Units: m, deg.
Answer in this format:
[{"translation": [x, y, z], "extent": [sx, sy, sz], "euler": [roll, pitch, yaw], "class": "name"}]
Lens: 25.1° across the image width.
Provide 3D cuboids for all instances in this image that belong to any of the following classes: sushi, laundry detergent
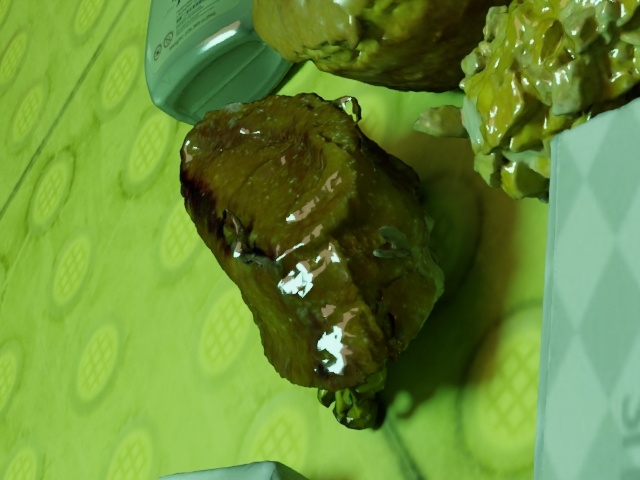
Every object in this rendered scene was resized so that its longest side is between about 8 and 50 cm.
[{"translation": [0.000, 0.003, 0.981], "extent": [0.167, 0.179, 0.296], "euler": [-49, 34, -2], "class": "sushi"}, {"translation": [-0.087, -0.235, 1.316], "extent": [0.181, 0.091, 0.253], "euler": [-38, 41, 37], "class": "laundry detergent"}]

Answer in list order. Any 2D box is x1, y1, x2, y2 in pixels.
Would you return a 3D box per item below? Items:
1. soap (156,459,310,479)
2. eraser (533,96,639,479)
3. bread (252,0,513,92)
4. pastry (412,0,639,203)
[{"translation": [-0.078, 0.219, 0.995], "extent": [0.183, 0.064, 0.121], "euler": [-18, 35, 53], "class": "soap"}, {"translation": [0.194, 0.105, 0.662], "extent": [0.213, 0.082, 0.396], "euler": [-25, 50, 50], "class": "eraser"}, {"translation": [0.072, -0.253, 0.997], "extent": [0.312, 0.172, 0.312], "euler": [-40, 39, 42], "class": "bread"}, {"translation": [0.165, -0.131, 0.841], "extent": [0.250, 0.102, 0.154], "euler": [-44, 37, 37], "class": "pastry"}]
